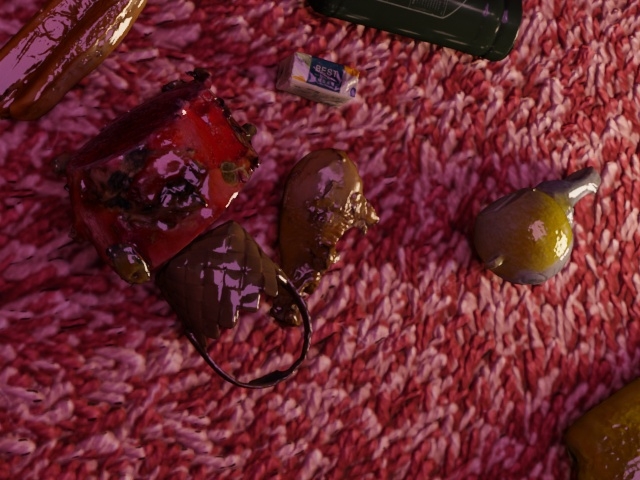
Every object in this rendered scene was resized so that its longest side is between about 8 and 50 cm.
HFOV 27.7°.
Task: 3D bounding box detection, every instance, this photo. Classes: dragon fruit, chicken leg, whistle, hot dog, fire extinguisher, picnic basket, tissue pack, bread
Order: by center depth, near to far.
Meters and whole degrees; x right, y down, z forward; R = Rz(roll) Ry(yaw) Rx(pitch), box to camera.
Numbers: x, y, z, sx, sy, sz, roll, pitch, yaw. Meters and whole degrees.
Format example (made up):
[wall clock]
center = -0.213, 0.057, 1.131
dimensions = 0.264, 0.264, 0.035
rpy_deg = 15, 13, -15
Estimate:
[dragon fruit]
center = -0.172, -0.079, 1.358
dimensions = 0.147, 0.211, 0.282
rpy_deg = 47, 44, -14
[picnic basket]
center = -0.086, 0.074, 1.388
dimensions = 0.128, 0.138, 0.178
rpy_deg = -35, 92, -15
[hot dog]
center = -0.278, -0.215, 1.405
dimensions = 0.092, 0.062, 0.236
rpy_deg = 41, 76, 7
[chicken leg]
center = -0.003, -0.001, 1.467
dimensions = 0.101, 0.085, 0.208
rpy_deg = 18, 85, -30
[tissue pack]
center = -0.004, -0.186, 1.498
dimensions = 0.083, 0.062, 0.042
rpy_deg = 14, 81, -17
[fire extinguisher]
center = 0.081, -0.297, 1.533
dimensions = 0.311, 0.095, 0.114
rpy_deg = 11, 34, -19
[whistle]
center = 0.268, -0.018, 1.553
dimensions = 0.223, 0.123, 0.123
rpy_deg = -36, 95, -36
[bread]
center = 0.472, 0.208, 1.573
dimensions = 0.383, 0.112, 0.166
rpy_deg = -29, 80, -21
